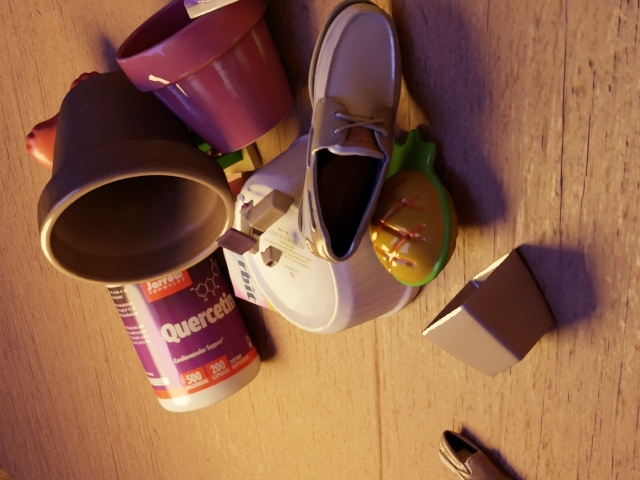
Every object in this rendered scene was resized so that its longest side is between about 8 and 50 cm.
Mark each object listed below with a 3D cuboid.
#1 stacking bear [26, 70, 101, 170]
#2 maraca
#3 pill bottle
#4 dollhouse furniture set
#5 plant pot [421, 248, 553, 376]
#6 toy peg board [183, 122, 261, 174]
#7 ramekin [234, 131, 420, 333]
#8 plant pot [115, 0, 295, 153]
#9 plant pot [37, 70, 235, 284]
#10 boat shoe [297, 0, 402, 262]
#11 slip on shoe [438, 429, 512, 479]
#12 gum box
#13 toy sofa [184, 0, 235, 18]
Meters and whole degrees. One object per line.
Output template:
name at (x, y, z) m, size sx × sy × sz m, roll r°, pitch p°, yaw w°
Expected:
stacking bear at (-0.305, -0.118, 1.938) m, size 0.164 × 0.175 × 0.289 m, roll 43°, pitch 177°, yaw -42°
maraca at (0.108, -0.038, 1.489) m, size 0.127 × 0.099 × 0.185 m, roll -16°, pitch 76°, yaw 49°
pill bottle at (-0.233, 0.103, 2.025) m, size 0.181 × 0.181 × 0.323 m, roll -6°, pitch 111°, yaw 57°
dollhouse furniture set at (-0.062, -0.038, 1.574) m, size 0.114 × 0.091 × 0.081 m, roll -39°, pitch 38°, yaw 37°
plant pot at (0.203, 0.093, 1.452) m, size 0.096 × 0.109 × 0.109 m, roll 46°, pitch 149°, yaw 0°
toy peg board at (-0.186, -0.161, 1.837) m, size 0.161 × 0.079 × 0.161 m, roll -5°, pitch 110°, yaw 57°
ramekin at (0.000, 0.000, 1.645) m, size 0.273 × 0.127 × 0.273 m, roll 37°, pitch 142°, yaw 35°
plant pot at (-0.133, -0.220, 1.616) m, size 0.201 × 0.201 × 0.180 m, roll 3°, pitch 133°, yaw 55°
plant pot at (-0.270, -0.101, 1.713) m, size 0.263 × 0.263 × 0.229 m, roll 109°, pitch 148°, yaw -52°
boat shoe at (0.040, -0.120, 1.430) m, size 0.103 × 0.113 × 0.302 m, roll -121°, pitch 35°, yaw -69°
slip on shoe at (0.207, 0.300, 1.663) m, size 0.135 × 0.051 × 0.041 m, roll 41°, pitch 148°, yaw 44°
gum box at (-0.091, 0.011, 1.853) m, size 0.107 × 0.062 × 0.188 m, roll 19°, pitch 130°, yaw 49°
toy sofa at (-0.030, -0.364, 1.342) m, size 0.362 × 0.177 × 0.150 m, roll -3°, pitch 113°, yaw 58°
